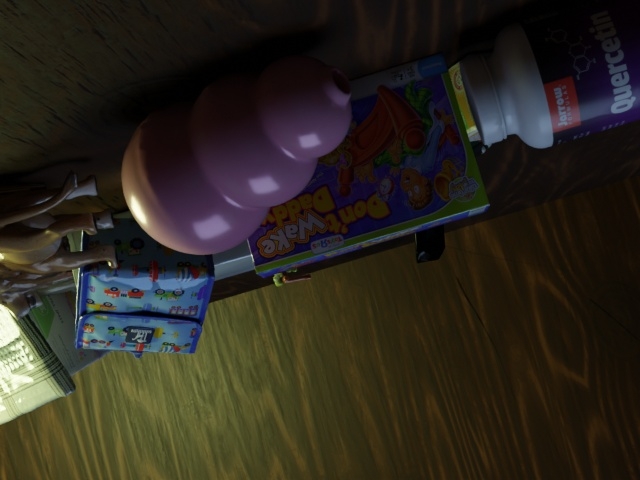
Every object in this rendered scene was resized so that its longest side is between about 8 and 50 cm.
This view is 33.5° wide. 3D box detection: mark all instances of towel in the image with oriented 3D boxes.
[{"bbox_3d":[-0.672,0.217,2.139,0.324,0.312,0.056,-23,-167,40],"label":"towel"}]

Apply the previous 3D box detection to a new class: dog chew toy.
[{"bbox_3d":[-0.097,-0.119,1.349,0.332,0.206,0.207,-30,166,30],"label":"dog chew toy"}]

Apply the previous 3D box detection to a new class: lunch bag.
[{"bbox_3d":[-0.320,0.105,1.893,0.221,0.138,0.293,2,136,-14],"label":"lunch bag"}]

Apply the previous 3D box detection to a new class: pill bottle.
[{"bbox_3d":[0.365,-0.237,1.468,0.323,0.181,0.181,-17,172,6],"label":"pill bottle"}]

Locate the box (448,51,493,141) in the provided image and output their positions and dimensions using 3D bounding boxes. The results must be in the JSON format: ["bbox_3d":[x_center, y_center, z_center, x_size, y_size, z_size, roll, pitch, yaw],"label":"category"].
[{"bbox_3d":[0.298,-0.229,1.643,0.203,0.114,0.103,-12,173,-25],"label":"box"}]

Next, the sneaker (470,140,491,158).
[{"bbox_3d":[0.257,-0.183,1.865,0.302,0.121,0.108,-13,172,-25],"label":"sneaker"}]

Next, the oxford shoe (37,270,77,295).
[{"bbox_3d":[-0.461,0.096,2.243,0.348,0.130,0.123,-8,-166,-43],"label":"oxford shoe"}]

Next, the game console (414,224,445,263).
[{"bbox_3d":[0.223,-0.097,2.059,0.044,0.213,0.361,-2,-167,15],"label":"game console"}]

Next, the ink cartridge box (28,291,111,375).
[{"bbox_3d":[-0.570,0.188,2.350,0.119,0.207,0.353,-25,-177,16],"label":"ink cartridge box"}]

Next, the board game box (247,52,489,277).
[{"bbox_3d":[0.045,-0.107,1.551,0.347,0.233,0.078,-17,173,3],"label":"board game box"}]

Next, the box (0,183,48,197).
[{"bbox_3d":[-0.533,-0.041,1.621,0.164,0.021,0.201,-9,171,-43],"label":"box"}]

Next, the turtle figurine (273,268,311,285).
[{"bbox_3d":[0.000,0.000,1.998,0.269,0.087,0.217,-28,172,12],"label":"turtle figurine"}]

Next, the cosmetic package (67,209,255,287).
[{"bbox_3d":[-0.272,0.010,2.046,0.385,0.156,0.217,-17,173,-2],"label":"cosmetic package"}]

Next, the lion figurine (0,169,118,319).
[{"bbox_3d":[-0.439,-0.006,1.591,0.240,0.142,0.392,-9,159,-6],"label":"lion figurine"}]
